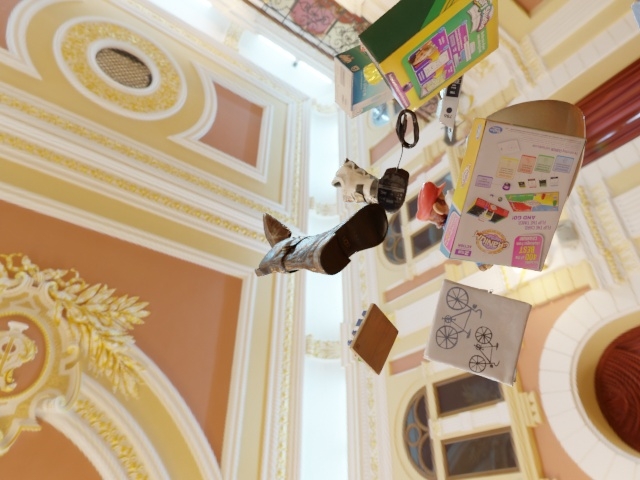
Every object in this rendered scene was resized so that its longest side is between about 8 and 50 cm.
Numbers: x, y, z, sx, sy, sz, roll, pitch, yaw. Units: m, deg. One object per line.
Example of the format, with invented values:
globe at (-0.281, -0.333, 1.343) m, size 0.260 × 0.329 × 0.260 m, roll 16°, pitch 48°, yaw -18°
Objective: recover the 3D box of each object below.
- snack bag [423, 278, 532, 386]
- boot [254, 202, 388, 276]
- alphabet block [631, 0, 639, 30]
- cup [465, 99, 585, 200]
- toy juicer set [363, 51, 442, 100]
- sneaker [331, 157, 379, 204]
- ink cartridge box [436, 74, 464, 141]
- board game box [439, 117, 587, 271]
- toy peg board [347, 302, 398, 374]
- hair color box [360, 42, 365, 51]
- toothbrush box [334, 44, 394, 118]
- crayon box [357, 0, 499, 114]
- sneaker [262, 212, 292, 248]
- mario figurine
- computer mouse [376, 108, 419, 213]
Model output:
snack bag at (0.589, 0.336, 1.688) m, size 0.037 × 0.342 × 0.323 m, roll 26°, pitch -102°, yaw -64°
boot at (0.000, 0.000, 0.993) m, size 0.263 × 0.228 × 0.091 m, roll -33°, pitch -72°, yaw -36°
alphabet block at (0.921, -0.598, 1.092) m, size 0.192 × 0.193 × 0.197 m, roll 38°, pitch -101°, yaw -33°
cup at (0.611, -0.213, 1.320) m, size 0.331 × 0.331 × 0.237 m, roll 16°, pitch -116°, yaw -33°
toy juicer set at (0.274, -0.599, 1.535) m, size 0.328 × 0.089 × 0.210 m, roll 5°, pitch -105°, yaw -36°
sneaker at (0.165, -0.180, 1.701) m, size 0.330 × 0.146 × 0.122 m, roll 41°, pitch -177°, yaw 43°
ink cartridge box at (0.481, -0.549, 1.664) m, size 0.065 × 0.333 × 0.165 m, roll 7°, pitch -155°, yaw 7°
board game box at (0.430, -0.098, 1.025) m, size 0.242 × 0.317 × 0.064 m, roll 9°, pitch -163°, yaw -8°
toy peg board at (0.146, 0.303, 1.397) m, size 0.161 × 0.079 × 0.161 m, roll 49°, pitch -122°, yaw -31°
hair color box at (0.185, -0.571, 1.267) m, size 0.072 × 0.141 × 0.043 m, roll -21°, pitch -73°, yaw -38°
toothbrush box at (0.205, -0.627, 1.691) m, size 0.295 × 0.216 × 0.126 m, roll -30°, pitch -118°, yaw -16°
crayon box at (0.297, -0.516, 1.165) m, size 0.106 × 0.313 × 0.363 m, roll 58°, pitch -164°, yaw 15°
sneaker at (-0.127, -0.021, 1.381) m, size 0.071 × 0.066 × 0.188 m, roll -9°, pitch -137°, yaw -19°
mario figurine at (0.437, -0.069, 1.366) m, size 0.320 × 0.198 × 0.170 m, roll 47°, pitch -128°, yaw 10°
computer mouse at (0.179, -0.176, 1.026) m, size 0.071 × 0.242 × 0.041 m, roll 17°, pitch -156°, yaw 14°
